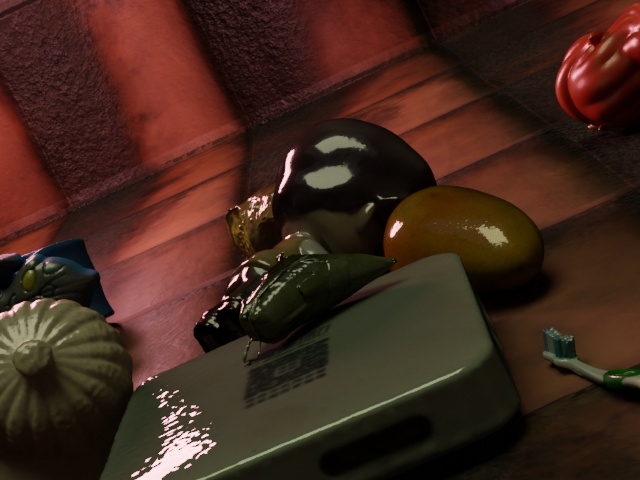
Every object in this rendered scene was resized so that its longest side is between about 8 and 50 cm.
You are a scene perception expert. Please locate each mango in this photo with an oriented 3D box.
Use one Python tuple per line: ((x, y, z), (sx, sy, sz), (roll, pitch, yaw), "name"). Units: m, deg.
((0.149, 0.006, 1.557), (0.138, 0.113, 0.253), (-24, 18, -18), "mango")

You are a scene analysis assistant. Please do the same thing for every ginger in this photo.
((0.011, -0.053, 2.042), (0.270, 0.123, 0.219), (-30, 10, -22), "ginger")

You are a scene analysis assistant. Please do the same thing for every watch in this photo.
((-0.418, 0.081, 2.148), (0.305, 0.241, 0.274), (-20, -1, 21), "watch")

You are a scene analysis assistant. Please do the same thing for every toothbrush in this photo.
((0.242, 0.111, 1.137), (0.030, 0.030, 0.304), (-27, 15, -11), "toothbrush")

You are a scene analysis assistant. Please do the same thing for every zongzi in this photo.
((-0.009, 0.059, 1.381), (0.130, 0.062, 0.154), (-5, 25, 27), "zongzi")

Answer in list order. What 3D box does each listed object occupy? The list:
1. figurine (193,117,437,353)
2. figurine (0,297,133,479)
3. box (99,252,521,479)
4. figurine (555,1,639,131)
((0.014, 0.014, 1.731), (0.365, 0.206, 0.218), (-64, 5, -35), "figurine")
((-0.294, 0.153, 1.583), (0.185, 0.204, 0.332), (-29, 12, -8), "figurine")
((-0.013, 0.149, 1.329), (0.367, 0.090, 0.373), (-23, 11, 6), "box")
((0.447, -0.250, 1.919), (0.257, 0.181, 0.208), (-36, 44, -16), "figurine")
